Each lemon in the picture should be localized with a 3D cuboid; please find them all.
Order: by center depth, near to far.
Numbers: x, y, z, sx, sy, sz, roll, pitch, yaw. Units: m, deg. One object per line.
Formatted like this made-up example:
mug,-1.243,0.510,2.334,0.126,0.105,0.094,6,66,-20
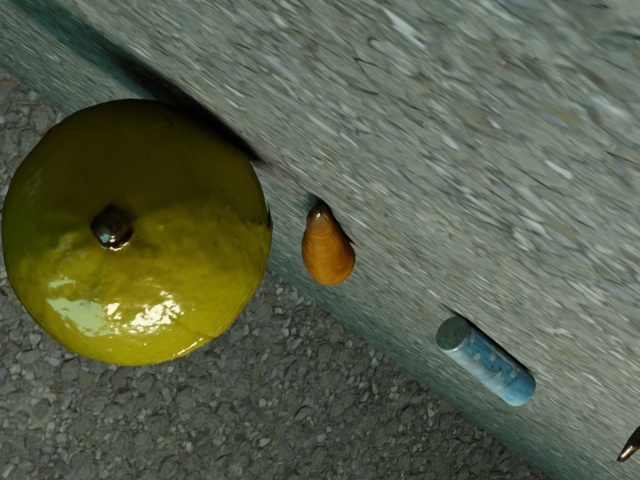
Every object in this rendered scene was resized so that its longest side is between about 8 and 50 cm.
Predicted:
lemon,-0.189,-0.009,1.581,0.297,0.297,0.297,34,175,3

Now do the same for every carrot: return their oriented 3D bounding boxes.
carrot,0.000,0.000,1.690,0.061,0.061,0.256,33,172,14

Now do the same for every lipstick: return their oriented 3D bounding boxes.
lipstick,0.198,0.145,1.807,0.158,0.048,0.048,39,173,-40

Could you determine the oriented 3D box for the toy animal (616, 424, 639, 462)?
toy animal,0.311,0.174,1.085,0.179,0.089,0.188,39,-169,11
